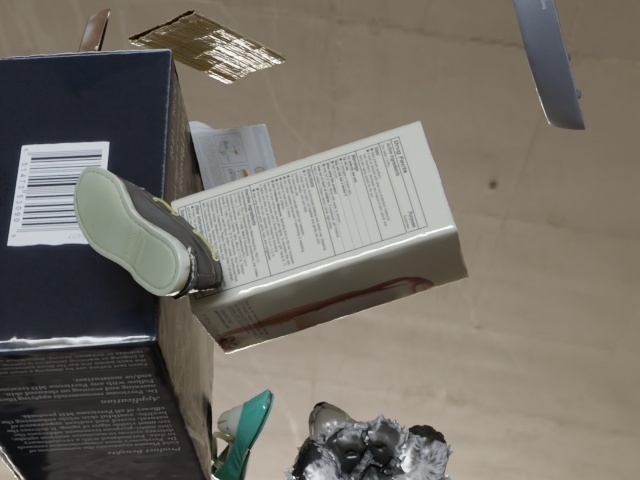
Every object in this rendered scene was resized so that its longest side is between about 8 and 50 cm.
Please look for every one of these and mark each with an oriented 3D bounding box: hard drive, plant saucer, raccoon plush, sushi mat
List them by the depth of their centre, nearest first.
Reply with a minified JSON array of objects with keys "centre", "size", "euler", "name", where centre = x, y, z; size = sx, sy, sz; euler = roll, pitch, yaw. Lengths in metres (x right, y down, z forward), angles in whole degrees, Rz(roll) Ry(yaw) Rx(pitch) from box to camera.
[{"centre":[0.284,-0.277,1.445],"size":[0.054,0.172,0.254],"euler":[-15,-47,13],"name":"hard drive"},{"centre":[0.051,0.429,1.510],"size":[0.216,0.446,0.299],"euler":[2,-21,-8],"name":"raccoon plush"},{"centre":[-0.432,-0.339,2.091],"size":[0.036,0.198,0.198],"euler":[15,-30,-11],"name":"plant saucer"},{"centre":[-0.205,-0.359,2.116],"size":[0.151,0.019,0.316],"euler":[-19,-16,27],"name":"sushi mat"}]

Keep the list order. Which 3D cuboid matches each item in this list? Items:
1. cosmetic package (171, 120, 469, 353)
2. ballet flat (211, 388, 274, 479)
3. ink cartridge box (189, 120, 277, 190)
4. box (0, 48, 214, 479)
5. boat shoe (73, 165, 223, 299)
[{"centre":[0.000,0.000,1.257],"size":[0.296,0.153,0.129],"euler":[-17,-30,6],"name":"cosmetic package"},{"centre":[-0.155,0.362,2.068],"size":[0.087,0.083,0.247],"euler":[18,-54,-3],"name":"ballet flat"},{"centre":[-0.212,-0.109,2.456],"size":[0.385,0.091,0.308],"euler":[-2,-68,35],"name":"ink cartridge box"},{"centre":[-0.325,0.060,1.631],"size":[0.297,0.480,0.471],"euler":[-3,-34,0],"name":"box"},{"centre":[-0.189,-0.008,1.204],"size":[0.069,0.228,0.081],"euler":[7,-65,-45],"name":"boat shoe"}]
